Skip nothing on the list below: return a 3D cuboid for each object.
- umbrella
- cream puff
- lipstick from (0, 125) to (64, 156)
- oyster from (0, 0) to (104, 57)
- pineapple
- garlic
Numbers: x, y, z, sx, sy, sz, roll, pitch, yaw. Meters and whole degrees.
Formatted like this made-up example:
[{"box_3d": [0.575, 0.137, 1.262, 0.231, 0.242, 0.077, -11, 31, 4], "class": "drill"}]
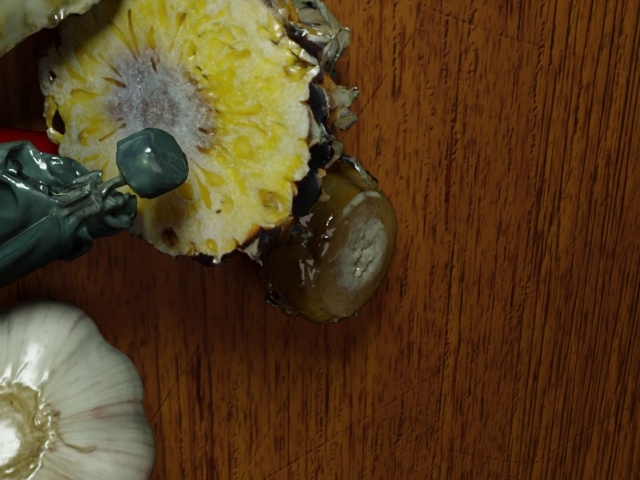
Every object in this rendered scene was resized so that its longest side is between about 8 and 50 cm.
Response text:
[{"box_3d": [-0.251, -0.006, 0.813, 0.094, 0.349, 0.143, 67, 22, 4], "class": "umbrella"}, {"box_3d": [0.000, 0.000, 1.091, 0.165, 0.115, 0.150, -56, 138, -12], "class": "cream puff"}, {"box_3d": [-0.265, -0.058, 0.898, 0.241, 0.080, 0.080, 6, 108, -36], "class": "lipstick"}, {"box_3d": [-0.224, -0.243, 0.759, 0.396, 0.111, 0.204, -42, 115, 11], "class": "oyster"}, {"box_3d": [-0.051, -0.136, 0.920, 0.272, 0.262, 0.262, -39, 139, -60], "class": "pineapple"}, {"box_3d": [-0.256, 0.180, 0.958, 0.245, 0.245, 0.253, -41, 171, -12], "class": "garlic"}]
